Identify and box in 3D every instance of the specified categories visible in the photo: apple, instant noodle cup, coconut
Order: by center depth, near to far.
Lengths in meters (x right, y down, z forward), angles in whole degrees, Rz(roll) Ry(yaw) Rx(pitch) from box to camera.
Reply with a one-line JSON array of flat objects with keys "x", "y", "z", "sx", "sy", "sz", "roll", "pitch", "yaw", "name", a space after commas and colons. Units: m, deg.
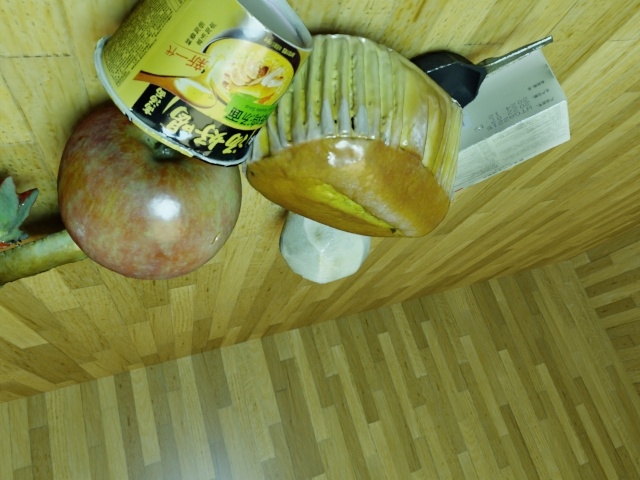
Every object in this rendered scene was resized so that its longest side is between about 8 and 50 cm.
[{"x": -0.086, "y": -0.156, "z": 0.379, "sx": 0.122, "sy": 0.151, "sz": 0.152, "roll": -41, "pitch": 152, "yaw": 26, "name": "instant noodle cup"}, {"x": -0.179, "y": -0.054, "z": 0.496, "sx": 0.188, "sy": 0.188, "sz": 0.174, "roll": -6, "pitch": 156, "yaw": -31, "name": "apple"}, {"x": -0.001, "y": -0.002, "z": 0.849, "sx": 0.162, "sy": 0.160, "sz": 0.161, "roll": -8, "pitch": 159, "yaw": -21, "name": "coconut"}]

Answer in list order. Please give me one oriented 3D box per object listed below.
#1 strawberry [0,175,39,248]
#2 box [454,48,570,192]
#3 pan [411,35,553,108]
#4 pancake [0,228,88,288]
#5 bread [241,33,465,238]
[{"x": -0.447, "y": -0.021, "z": 0.499, "sx": 0.228, "sy": 0.097, "sz": 0.174, "roll": -11, "pitch": 180, "yaw": 19, "name": "strawberry"}, {"x": 0.256, "y": -0.167, "z": 0.707, "sx": 0.212, "sy": 0.094, "sz": 0.168, "roll": -25, "pitch": 158, "yaw": 24, "name": "box"}, {"x": 0.173, "y": -0.206, "z": 0.592, "sx": 0.202, "sy": 0.048, "sz": 0.128, "roll": -17, "pitch": 163, "yaw": 3, "name": "pan"}, {"x": -0.319, "y": 0.005, "z": 0.645, "sx": 0.377, "sy": 0.054, "sz": 0.197, "roll": -16, "pitch": -173, "yaw": 2, "name": "pancake"}, {"x": 0.049, "y": -0.091, "z": 0.540, "sx": 0.204, "sy": 0.155, "sz": 0.288, "roll": -9, "pitch": 161, "yaw": 35, "name": "bread"}]
